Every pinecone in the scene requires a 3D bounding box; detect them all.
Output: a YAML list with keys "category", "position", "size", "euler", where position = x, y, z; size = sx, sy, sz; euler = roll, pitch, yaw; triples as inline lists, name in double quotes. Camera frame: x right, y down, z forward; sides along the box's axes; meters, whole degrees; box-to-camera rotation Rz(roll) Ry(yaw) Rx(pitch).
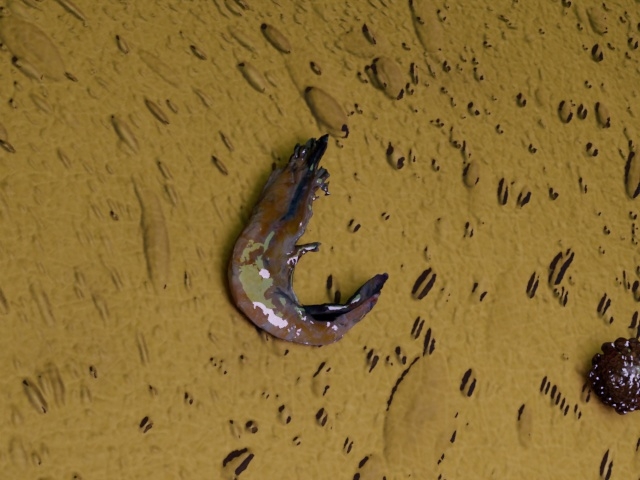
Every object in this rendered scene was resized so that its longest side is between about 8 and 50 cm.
- category: "pinecone"
  position: [0.308, 0.134, 1.684]
  size: [0.083, 0.077, 0.077]
  euler: [3, 58, -60]

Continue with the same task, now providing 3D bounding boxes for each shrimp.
- category: "shrimp"
  position: [0.000, 0.000, 1.620]
  size: [0.152, 0.046, 0.219]
  euler: [25, 60, -10]
